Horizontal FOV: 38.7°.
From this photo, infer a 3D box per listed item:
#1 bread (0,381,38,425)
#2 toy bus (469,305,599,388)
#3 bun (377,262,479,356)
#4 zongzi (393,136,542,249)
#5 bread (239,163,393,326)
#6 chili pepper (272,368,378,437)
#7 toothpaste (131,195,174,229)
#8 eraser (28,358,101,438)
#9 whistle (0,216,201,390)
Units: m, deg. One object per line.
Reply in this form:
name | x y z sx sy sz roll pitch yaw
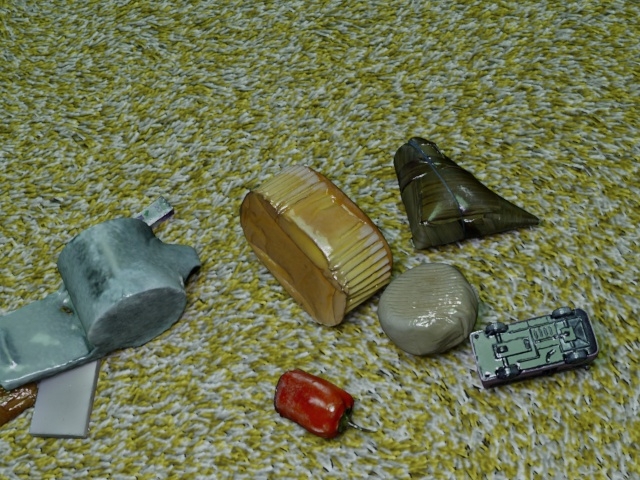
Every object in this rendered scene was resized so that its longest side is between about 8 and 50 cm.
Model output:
bread | -0.589 0.269 1.664 0.126 0.044 0.129 -29 58 -8
toy bus | 0.354 0.183 1.517 0.199 0.108 0.096 -14 65 4
bun | 0.192 0.127 1.569 0.166 0.113 0.173 -46 40 -17
zongzi | 0.265 -0.103 1.688 0.242 0.112 0.221 -10 60 -5
bread | 0.000 0.000 1.637 0.156 0.204 0.288 -34 64 -29
chili pepper | 0.013 0.286 1.530 0.192 0.086 0.084 19 38 28
toothpaste | -0.373 -0.012 1.779 0.196 0.047 0.040 -38 77 -12
eraser | -0.458 0.281 1.646 0.104 0.023 0.150 1 62 7
whistle | -0.414 0.121 1.654 0.404 0.188 0.168 -37 63 10
